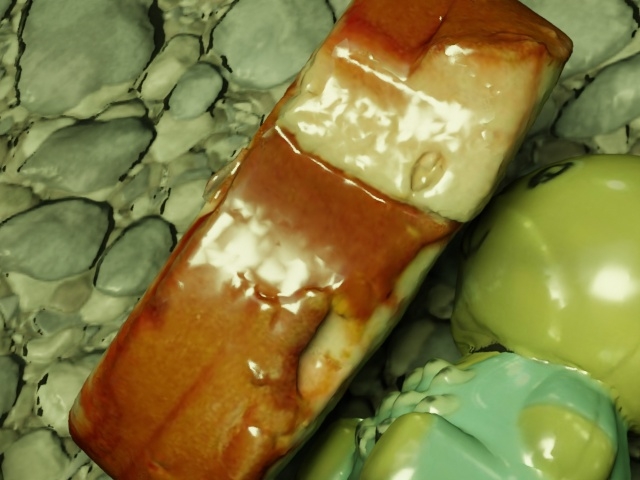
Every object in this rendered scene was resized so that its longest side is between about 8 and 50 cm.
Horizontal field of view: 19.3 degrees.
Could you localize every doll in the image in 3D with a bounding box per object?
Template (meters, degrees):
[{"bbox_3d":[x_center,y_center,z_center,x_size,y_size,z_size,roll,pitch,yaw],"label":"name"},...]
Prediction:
[{"bbox_3d":[0.122,0.070,0.970,0.161,0.177,0.260,35,74,-8],"label":"doll"}]

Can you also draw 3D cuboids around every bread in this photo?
[{"bbox_3d":[-0.002,0.002,1.000,0.114,0.295,0.327,34,89,1],"label":"bread"}]

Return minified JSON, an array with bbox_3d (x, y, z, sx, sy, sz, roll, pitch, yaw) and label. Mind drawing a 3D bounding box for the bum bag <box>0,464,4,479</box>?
[{"bbox_3d":[-0.213,0.239,1.040,0.144,0.095,0.340,-46,36,45],"label":"bum bag"}]
